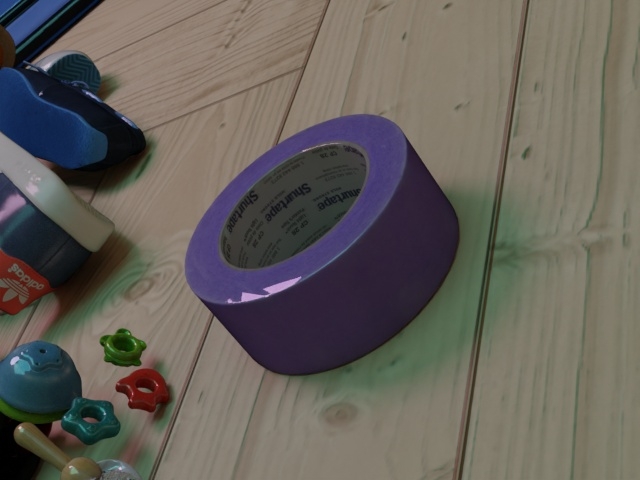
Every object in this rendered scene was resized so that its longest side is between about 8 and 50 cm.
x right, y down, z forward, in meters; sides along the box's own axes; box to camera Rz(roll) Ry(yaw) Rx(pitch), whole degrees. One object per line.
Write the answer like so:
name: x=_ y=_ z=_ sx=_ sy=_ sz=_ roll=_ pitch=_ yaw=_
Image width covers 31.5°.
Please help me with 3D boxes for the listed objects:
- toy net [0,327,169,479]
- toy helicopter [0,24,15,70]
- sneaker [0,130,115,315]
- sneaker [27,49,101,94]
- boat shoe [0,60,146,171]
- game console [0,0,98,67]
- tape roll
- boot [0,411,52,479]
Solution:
toy net: x=-0.163 y=0.150 z=0.817 sx=0.232 sy=0.122 sz=0.045 roll=-120 pitch=40 yaw=-48
toy helicopter: x=-0.527 y=-0.143 z=1.463 sx=0.140 sy=0.235 sz=0.355 roll=40 pitch=87 yaw=17
sneaker: x=-0.335 y=-0.025 z=1.158 sx=0.148 sy=0.131 sz=0.350 roll=-50 pitch=28 yaw=-6
sneaker: x=-0.377 y=-0.156 z=1.421 sx=0.229 sy=0.087 sz=0.092 roll=-33 pitch=22 yaw=-4
boat shoe: x=-0.288 y=-0.128 z=1.283 sx=0.258 sy=0.089 sz=0.109 roll=36 pitch=121 yaw=43
game console: x=-0.501 y=-0.385 z=1.751 sx=0.293 sy=0.173 sz=0.250 roll=-43 pitch=31 yaw=-8
tape roll: x=0.000 y=0.000 z=0.827 sx=0.189 sy=0.080 sz=0.189 roll=-26 pitch=34 yaw=19
boot: x=-0.288 y=0.128 z=0.952 sx=0.176 sy=0.088 sz=0.244 roll=-24 pitch=40 yaw=18
